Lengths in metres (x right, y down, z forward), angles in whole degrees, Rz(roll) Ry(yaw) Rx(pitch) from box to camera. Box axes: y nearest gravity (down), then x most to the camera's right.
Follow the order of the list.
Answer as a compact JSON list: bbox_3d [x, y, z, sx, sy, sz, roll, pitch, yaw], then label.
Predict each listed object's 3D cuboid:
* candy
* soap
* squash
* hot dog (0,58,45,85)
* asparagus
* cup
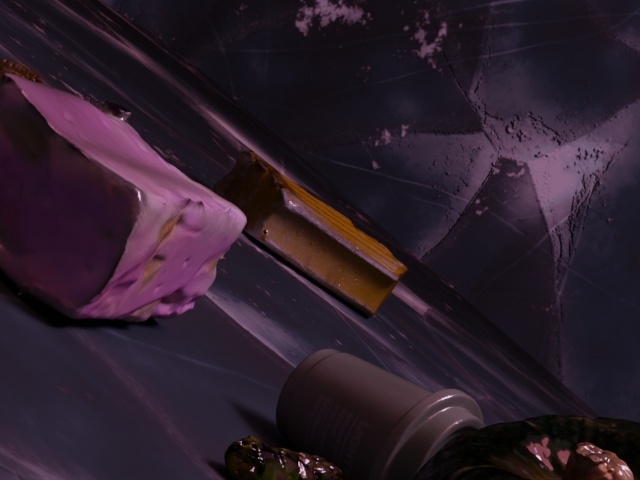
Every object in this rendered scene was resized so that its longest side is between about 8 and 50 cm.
[{"bbox_3d":[-0.161,-0.025,1.371,0.155,0.116,0.265,41,5,11],"label":"candy"},{"bbox_3d":[0.000,0.000,2.391,0.257,0.080,0.160,35,8,-35],"label":"soap"},{"bbox_3d":[0.161,0.198,1.146,0.252,0.165,0.252,4,6,0],"label":"squash"},{"bbox_3d":[-0.267,-0.098,1.556,0.078,0.061,0.169,46,-21,-3],"label":"hot dog"},{"bbox_3d":[-0.018,0.156,1.288,0.036,0.030,0.165,31,2,28],"label":"asparagus"},{"bbox_3d":[0.040,0.145,1.406,0.141,0.120,0.120,26,-3,34],"label":"cup"}]
